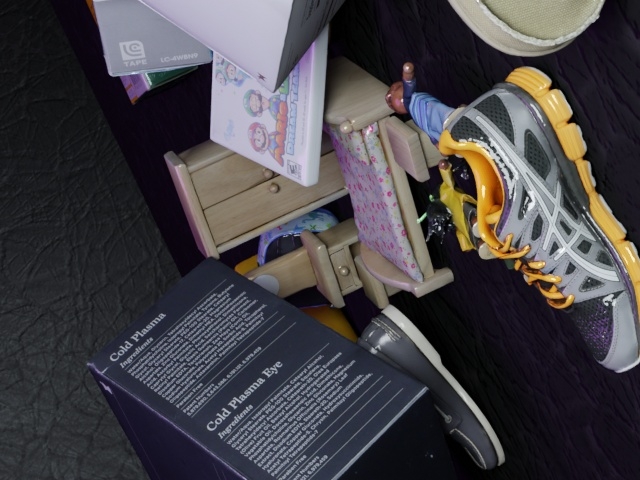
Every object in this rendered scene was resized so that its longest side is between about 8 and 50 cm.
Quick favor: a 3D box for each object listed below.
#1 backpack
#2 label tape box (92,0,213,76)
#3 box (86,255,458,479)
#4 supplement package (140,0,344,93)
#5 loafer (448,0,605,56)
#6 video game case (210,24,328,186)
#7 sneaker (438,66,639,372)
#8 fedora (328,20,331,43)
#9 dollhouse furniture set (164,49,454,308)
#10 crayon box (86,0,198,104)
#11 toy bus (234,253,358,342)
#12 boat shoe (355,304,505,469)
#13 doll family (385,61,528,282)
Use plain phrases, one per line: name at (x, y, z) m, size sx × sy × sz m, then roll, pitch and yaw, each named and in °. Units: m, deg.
backpack at (-0.021, 0.014, 1.729) m, size 0.084 × 0.105 × 0.114 m, roll -98°, pitch 5°, yaw -48°
label tape box at (-0.182, -0.369, 1.433) m, size 0.249 × 0.115 × 0.347 m, roll -100°, pitch 1°, yaw -46°
box at (-0.025, 0.237, 1.533) m, size 0.312 × 0.179 × 0.343 m, roll 28°, pitch 151°, yaw 38°
supplement package at (-0.093, -0.268, 1.139) m, size 0.262 × 0.145 × 0.204 m, roll 34°, pitch 165°, yaw 3°
loafer at (0.098, -0.213, 0.791) m, size 0.092 × 0.102 × 0.268 m, roll -125°, pitch 16°, yaw -61°
video game case at (-0.048, -0.143, 1.346) m, size 0.143 × 0.019 × 0.157 m, roll 28°, pitch 123°, yaw 43°
sneaker at (0.151, -0.005, 1.020) m, size 0.215 × 0.083 × 0.084 m, roll 64°, pitch 166°, yaw -1°
fedora at (-0.058, -0.252, 1.418) m, size 0.194 × 0.079 × 0.194 m, roll 60°, pitch 167°, yaw 23°
dollhouse furniture set at (0.000, 0.000, 1.447) m, size 0.355 × 0.174 × 0.303 m, roll 44°, pitch 156°, yaw 59°
crayon box at (-0.285, -0.363, 2.140) m, size 0.323 × 0.083 × 0.203 m, roll 65°, pitch 168°, yaw -5°
toy bus at (-0.012, 0.145, 1.925) m, size 0.332 × 0.108 × 0.130 m, roll 58°, pitch 166°, yaw 29°
boat shoe at (0.105, 0.157, 1.491) m, size 0.206 × 0.065 × 0.075 m, roll 53°, pitch 170°, yaw -19°
doll family at (0.108, -0.052, 1.147) m, size 0.111 × 0.076 × 0.193 m, roll -128°, pitch 23°, yaw -61°
